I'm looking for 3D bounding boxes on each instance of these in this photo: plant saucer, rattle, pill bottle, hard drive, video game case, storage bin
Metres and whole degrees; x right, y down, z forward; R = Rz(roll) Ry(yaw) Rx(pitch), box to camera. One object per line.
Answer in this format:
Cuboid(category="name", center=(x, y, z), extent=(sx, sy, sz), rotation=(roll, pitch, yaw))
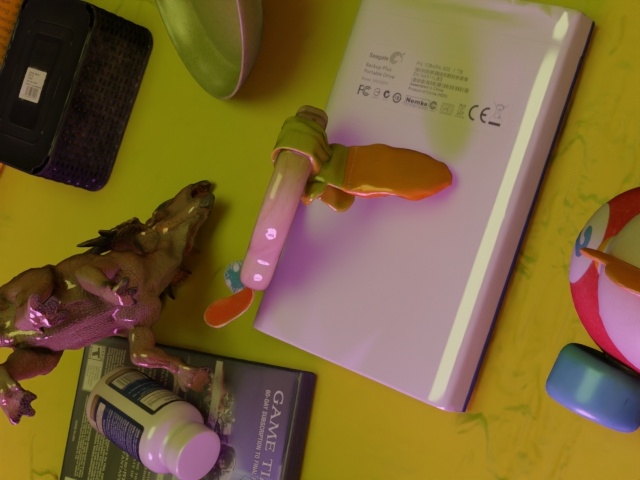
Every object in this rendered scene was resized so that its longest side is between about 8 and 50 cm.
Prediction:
Cuboid(category="plant saucer", center=(-0.109, -0.248, 1.091), extent=(0.241, 0.037, 0.241), rotation=(53, 155, 38))
Cuboid(category="rattle", center=(0.000, 0.000, 0.982), extent=(0.130, 0.143, 0.199), rotation=(-114, 39, -64))
Cuboid(category="pill bottle", center=(-0.145, 0.163, 1.053), extent=(0.120, 0.067, 0.067), rotation=(26, 96, 38))
Cuboid(category="hard drive", center=(0.077, -0.046, 0.979), extent=(0.210, 0.040, 0.318), rotation=(19, 92, 38))
Cuboid(category="video game case", center=(-0.133, 0.197, 1.095), extent=(0.274, 0.026, 0.196), rotation=(6, 84, 37))
Cuboid(category="storage bin", center=(-0.263, -0.153, 1.232), extent=(0.122, 0.084, 0.180), rotation=(20, 92, 38))

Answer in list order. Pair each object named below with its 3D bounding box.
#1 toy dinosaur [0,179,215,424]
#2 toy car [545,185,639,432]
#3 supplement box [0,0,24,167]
Cuboid(category="toy dinosaur", center=(-0.218, 0.051, 1.065), extent=(0.200, 0.296, 0.127), rotation=(-133, 35, -58))
Cuboid(category="toy car", center=(0.220, 0.027, 0.731), extent=(0.210, 0.238, 0.219), rotation=(28, 97, 38))
Cuboid(category="supplement box", center=(-0.428, -0.234, 1.303), extent=(0.194, 0.195, 0.356), rotation=(31, 98, 37))
